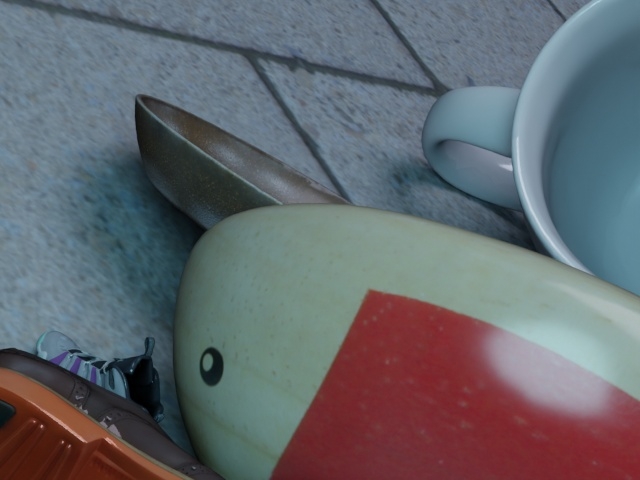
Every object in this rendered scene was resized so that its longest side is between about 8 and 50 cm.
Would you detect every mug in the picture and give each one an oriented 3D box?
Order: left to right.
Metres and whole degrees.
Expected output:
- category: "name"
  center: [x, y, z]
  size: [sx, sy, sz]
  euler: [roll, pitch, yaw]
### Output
- category: "mug"
  center: [0.263, -0.046, 1.505]
  size: [0.374, 0.276, 0.328]
  euler: [14, -11, 15]

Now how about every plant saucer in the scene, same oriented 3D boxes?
- category: "plant saucer"
  center: [0.000, 0.000, 1.237]
  size: [0.311, 0.050, 0.310]
  euler: [31, 4, -3]

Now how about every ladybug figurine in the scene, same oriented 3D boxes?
- category: "ladybug figurine"
  center: [0.112, 0.138, 1.023]
  size: [0.449, 0.305, 0.162]
  euler: [23, 62, 4]

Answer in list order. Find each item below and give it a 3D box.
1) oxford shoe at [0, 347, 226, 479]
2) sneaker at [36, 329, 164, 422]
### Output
- category: "oxford shoe"
  center: [-0.077, 0.142, 0.966]
  size: [0.271, 0.097, 0.098]
  euler: [38, 21, -3]
- category: "sneaker"
  center: [-0.118, 0.074, 1.042]
  size: [0.038, 0.069, 0.098]
  euler: [-2, 48, -54]
